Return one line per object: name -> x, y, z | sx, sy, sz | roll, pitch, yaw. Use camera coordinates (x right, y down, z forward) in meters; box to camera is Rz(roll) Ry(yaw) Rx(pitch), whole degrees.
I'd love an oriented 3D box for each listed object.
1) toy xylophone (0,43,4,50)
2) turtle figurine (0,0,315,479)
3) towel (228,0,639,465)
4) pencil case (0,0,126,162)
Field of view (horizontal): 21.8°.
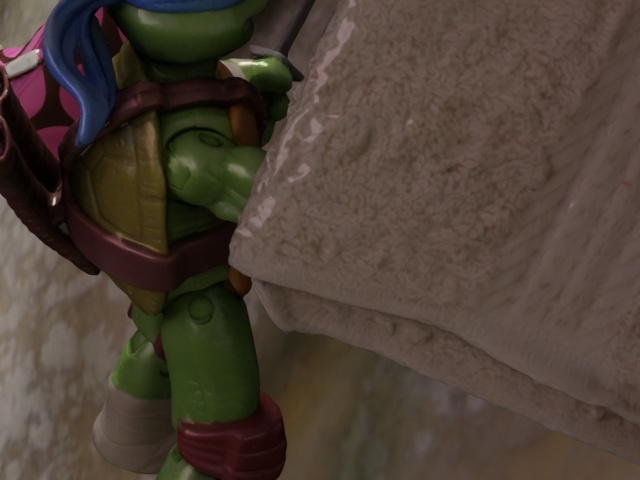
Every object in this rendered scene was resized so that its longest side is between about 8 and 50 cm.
toy xylophone -> -0.305, -0.169, 1.060 | 0.322, 0.081, 0.236 | -24, 96, 36
turtle figurine -> 0.000, 0.000, 0.674 | 0.197, 0.274, 0.266 | 29, 125, 27
towel -> 0.102, -0.074, 0.514 | 0.049, 0.187, 0.282 | -90, 22, -76
pencil case -> -0.083, -0.123, 0.804 | 0.209, 0.098, 0.095 | -47, 49, 31
